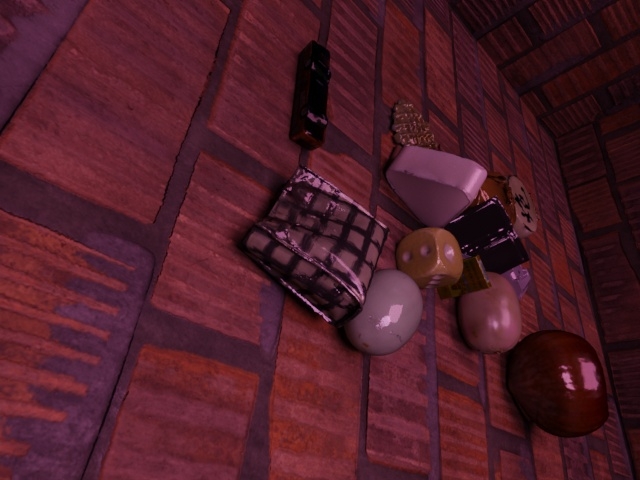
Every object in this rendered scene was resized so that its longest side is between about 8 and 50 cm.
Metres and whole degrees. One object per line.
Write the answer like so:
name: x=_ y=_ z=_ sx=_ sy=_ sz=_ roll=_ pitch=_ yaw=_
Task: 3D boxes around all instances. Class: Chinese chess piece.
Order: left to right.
Chinese chess piece: x=1.005 y=-0.173 z=2.310 sx=0.350 sy=0.147 sz=0.348 roll=22 pitch=56 yaw=-38

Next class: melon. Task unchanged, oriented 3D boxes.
melon: x=0.622 y=0.269 z=1.629 sx=0.223 sy=0.223 sz=0.316 roll=28 pitch=53 yaw=-36

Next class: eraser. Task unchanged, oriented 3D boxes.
eraser: x=0.427 y=-0.179 z=1.621 sx=0.331 sy=0.331 sz=0.149 roll=46 pitch=66 yaw=-22

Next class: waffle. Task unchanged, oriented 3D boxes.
waffle: x=0.404 y=-0.450 z=1.870 sx=0.292 sy=0.056 sz=0.309 roll=41 pitch=48 yaw=-27

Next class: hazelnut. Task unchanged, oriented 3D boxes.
hazelnut: x=0.939 y=0.567 z=1.761 sx=0.359 sy=0.359 sz=0.408 roll=22 pitch=61 yaw=-39

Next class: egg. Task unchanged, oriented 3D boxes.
egg: x=0.172 y=0.192 z=1.199 sx=0.202 sy=0.203 sz=0.282 roll=56 pitch=39 yaw=-11

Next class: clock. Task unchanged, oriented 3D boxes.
clock: x=0.920 y=0.148 z=2.113 sx=0.186 sy=0.083 sz=0.253 roll=-26 pitch=91 yaw=-50

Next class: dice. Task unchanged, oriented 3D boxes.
dice: x=0.370 y=0.064 z=1.499 sx=0.166 sy=0.169 sz=0.169 roll=20 pitch=59 yaw=-39

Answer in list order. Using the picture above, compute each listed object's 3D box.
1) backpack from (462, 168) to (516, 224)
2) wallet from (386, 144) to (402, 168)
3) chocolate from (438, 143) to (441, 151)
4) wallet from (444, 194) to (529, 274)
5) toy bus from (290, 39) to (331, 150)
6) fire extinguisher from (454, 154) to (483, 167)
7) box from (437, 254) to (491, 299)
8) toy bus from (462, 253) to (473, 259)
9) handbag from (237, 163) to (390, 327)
backpack: x=0.750 y=-0.163 z=1.990 sx=0.378 sy=0.201 sz=0.353 roll=-7 pitch=75 yaw=-46
wallet: x=0.316 y=-0.296 z=1.716 sx=0.118 sy=0.039 sz=0.152 roll=44 pitch=44 yaw=-21
chocolate: x=0.519 y=-0.325 z=1.908 sx=0.086 sy=0.028 sz=0.182 roll=-52 pitch=133 yaw=-60
wallet: x=0.698 y=0.004 z=1.834 sx=0.322 sy=0.247 sz=0.041 roll=56 pitch=16 yaw=-13
toy bus: x=-0.026 y=-0.462 z=1.388 sx=0.093 sy=0.092 sz=0.408 roll=26 pitch=54 yaw=-34
fire extinguisher: x=0.476 y=-0.269 z=1.673 sx=0.118 sy=0.294 sz=0.093 roll=28 pitch=76 yaw=-25
box: x=0.501 y=0.136 z=1.585 sx=0.030 sy=0.193 sz=0.121 roll=-18 pitch=86 yaw=-47
toy bus: x=0.569 y=0.092 z=1.784 sx=0.191 sy=0.064 sz=0.075 roll=13 pitch=51 yaw=-43
handbag: x=0.000 y=0.000 z=1.127 sx=0.327 sy=0.162 sz=0.325 roll=37 pitch=43 yaw=-9
